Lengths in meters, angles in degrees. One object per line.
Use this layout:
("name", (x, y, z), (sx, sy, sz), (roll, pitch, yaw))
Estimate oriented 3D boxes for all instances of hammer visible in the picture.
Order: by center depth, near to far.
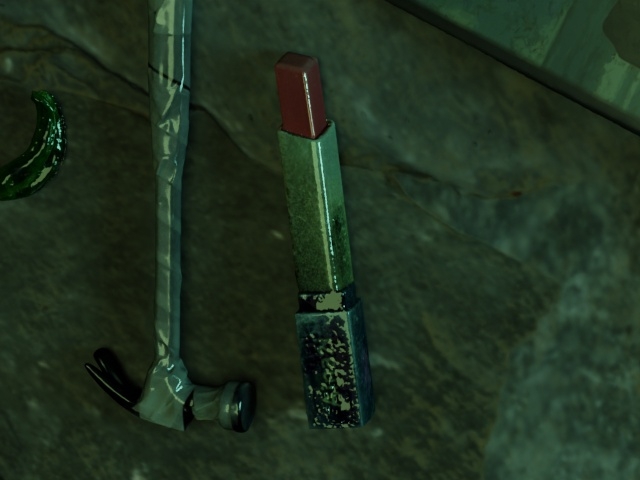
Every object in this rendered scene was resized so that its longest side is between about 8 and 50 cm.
("hammer", (-0.121, -0.044, 1.249), (0.152, 0.044, 0.427), (8, 104, 16))

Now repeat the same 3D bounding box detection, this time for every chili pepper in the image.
("chili pepper", (-0.256, -0.072, 1.286), (0.055, 0.035, 0.118), (33, 115, -10))

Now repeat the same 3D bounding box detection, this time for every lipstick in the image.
("lipstick", (0.000, 0.000, 1.214), (0.051, 0.051, 0.312), (-3, 101, 19))

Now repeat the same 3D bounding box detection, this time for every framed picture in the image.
("framed picture", (0.226, -0.227, 1.077), (0.347, 0.016, 0.265), (33, 111, 20))
